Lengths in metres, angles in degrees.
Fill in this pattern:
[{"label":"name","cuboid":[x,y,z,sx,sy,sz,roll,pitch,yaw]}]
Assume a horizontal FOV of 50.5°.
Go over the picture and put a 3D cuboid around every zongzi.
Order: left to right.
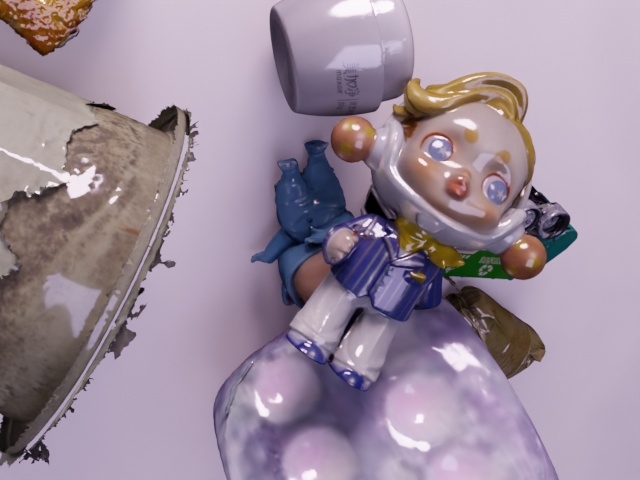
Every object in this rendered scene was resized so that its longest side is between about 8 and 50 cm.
[{"label":"zongzi","cuboid":[0.175,0.147,0.886,0.189,0.081,0.178,33,111,-31]}]

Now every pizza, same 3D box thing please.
[{"label":"pizza","cuboid":[-0.207,-0.204,0.492,0.178,0.041,0.130,-20,124,-14]}]

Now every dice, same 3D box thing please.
[{"label":"dice","cuboid":[0.064,0.226,0.703,0.270,0.270,0.271,-27,154,-3]}]

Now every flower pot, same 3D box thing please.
[{"label":"flower pot","cuboid":[-0.255,-0.020,0.455,0.259,0.290,0.290,29,104,-26]}]

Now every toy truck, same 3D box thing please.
[{"label":"toy truck","cuboid":[0.169,-0.027,0.749,0.254,0.114,0.124,3,129,-28]}]

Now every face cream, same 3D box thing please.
[{"label":"face cream","cuboid":[0.017,-0.164,0.580,0.104,0.117,0.117,-14,125,-10]}]

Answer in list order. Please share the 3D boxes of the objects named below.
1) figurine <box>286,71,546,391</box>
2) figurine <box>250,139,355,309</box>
[{"label":"figurine","cuboid":[0.088,-0.005,0.573,0.194,0.133,0.274,12,91,-2]},{"label":"figurine","cuboid":[0.005,-0.001,0.667,0.114,0.145,0.178,-25,117,-26]}]
